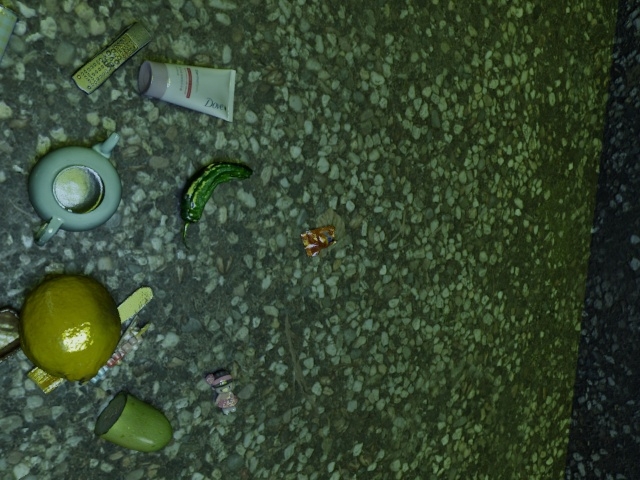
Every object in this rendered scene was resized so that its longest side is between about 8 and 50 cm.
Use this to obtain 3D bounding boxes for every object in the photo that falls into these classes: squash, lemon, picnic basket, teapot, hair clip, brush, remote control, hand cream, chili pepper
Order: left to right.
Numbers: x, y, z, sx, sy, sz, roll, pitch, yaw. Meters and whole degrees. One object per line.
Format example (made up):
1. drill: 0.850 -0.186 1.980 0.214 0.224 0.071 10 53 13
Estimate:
1. picnic basket: -0.740 0.228 1.180 0.193 0.055 0.110 -33 113 -24
2. lemon: -0.548 0.188 1.193 0.204 0.204 0.260 -15 67 -29
3. teapot: -0.543 -0.114 1.208 0.193 0.129 0.294 36 78 -28
4. brush: -0.545 0.229 1.318 0.336 0.020 0.085 -41 114 -21
5. remote control: -0.485 -0.425 1.262 0.212 0.028 0.059 -48 121 -16
6. hair clip: -0.498 0.281 1.334 0.056 0.062 0.213 37 70 2
7. squash: -0.453 0.466 1.354 0.187 0.123 0.123 41 76 -32
8. hand cream: -0.319 -0.376 1.345 0.248 0.083 0.133 -2 100 -40
9. chili pepper: -0.293 -0.118 1.394 0.122 0.065 0.278 47 69 -23

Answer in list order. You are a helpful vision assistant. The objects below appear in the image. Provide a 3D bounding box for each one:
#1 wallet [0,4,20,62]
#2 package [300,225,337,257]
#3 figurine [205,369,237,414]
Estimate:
1. wallet: -0.768 -0.360 1.081 0.223 0.077 0.309 22 86 -35
2. package: 0.000 0.000 1.604 0.111 0.033 0.077 -19 116 -23
3. figurine: -0.270 0.415 1.491 0.072 0.054 0.129 -14 111 -14
